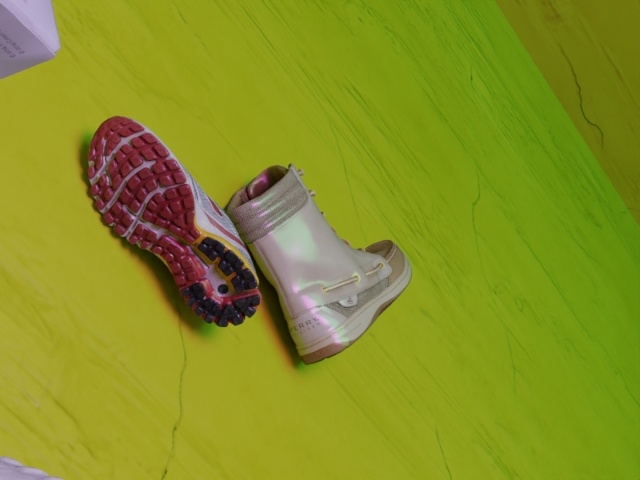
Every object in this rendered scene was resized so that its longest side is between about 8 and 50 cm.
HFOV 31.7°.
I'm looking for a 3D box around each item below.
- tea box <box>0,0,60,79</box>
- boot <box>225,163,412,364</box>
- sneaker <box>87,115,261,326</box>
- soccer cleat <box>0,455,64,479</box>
[{"bbox_3d":[-0.344,-0.272,0.653,0.329,0.220,0.323,50,22,-70],"label":"tea box"},{"bbox_3d":[0.000,0.000,1.277,0.203,0.095,0.262,59,32,-8],"label":"boot"},{"bbox_3d":[-0.141,-0.020,1.073,0.225,0.088,0.092,56,8,-16],"label":"sneaker"},{"bbox_3d":[-0.161,0.185,0.649,0.331,0.143,0.116,45,-6,42],"label":"soccer cleat"}]
